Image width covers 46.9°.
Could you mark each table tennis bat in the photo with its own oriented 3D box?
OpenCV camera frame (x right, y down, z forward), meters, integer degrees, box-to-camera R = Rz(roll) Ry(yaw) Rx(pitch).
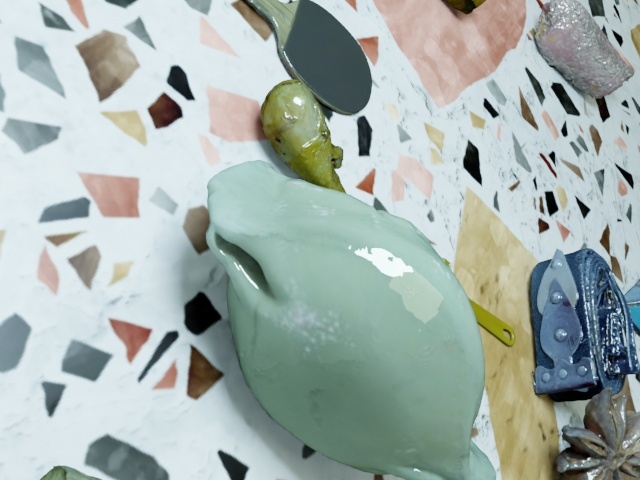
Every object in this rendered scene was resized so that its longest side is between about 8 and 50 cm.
[{"bbox_3d":[-0.022,-0.254,0.918,0.246,0.022,0.138,35,51,-30],"label":"table tennis bat"}]

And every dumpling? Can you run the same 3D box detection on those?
[{"bbox_3d":[0.017,0.077,0.690,0.212,0.270,0.320,-18,111,-22],"label":"dumpling"}]

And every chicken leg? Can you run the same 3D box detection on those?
[{"bbox_3d":[-0.005,-0.099,0.836,0.178,0.070,0.093,59,37,-17],"label":"chicken leg"}]

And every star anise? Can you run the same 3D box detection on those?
[{"bbox_3d":[0.376,0.276,0.987,0.195,0.065,0.182,-25,116,-13],"label":"star anise"}]

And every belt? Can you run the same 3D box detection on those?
[{"bbox_3d":[0.381,0.119,1.056,0.122,0.128,0.218,21,59,-37],"label":"belt"}]

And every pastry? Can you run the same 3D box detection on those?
[{"bbox_3d":[0.511,-0.353,1.421,0.265,0.103,0.112,25,63,-32],"label":"pastry"}]

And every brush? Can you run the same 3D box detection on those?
[{"bbox_3d":[0.197,0.087,0.981,0.205,0.011,0.083,35,50,-29],"label":"brush"}]

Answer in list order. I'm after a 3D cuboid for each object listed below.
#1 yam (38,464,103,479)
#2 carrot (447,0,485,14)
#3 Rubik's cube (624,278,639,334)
[{"bbox_3d":[-0.128,0.244,0.528,0.194,0.107,0.107,35,50,-29],"label":"yam"},{"bbox_3d":[0.205,-0.446,1.180,0.173,0.082,0.082,47,46,-22],"label":"carrot"},{"bbox_3d":[0.684,0.133,1.338,0.228,0.229,0.233,38,82,24],"label":"Rubik's cube"}]
